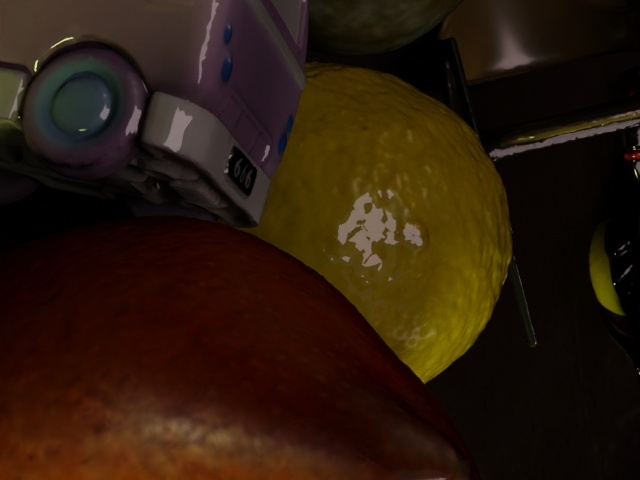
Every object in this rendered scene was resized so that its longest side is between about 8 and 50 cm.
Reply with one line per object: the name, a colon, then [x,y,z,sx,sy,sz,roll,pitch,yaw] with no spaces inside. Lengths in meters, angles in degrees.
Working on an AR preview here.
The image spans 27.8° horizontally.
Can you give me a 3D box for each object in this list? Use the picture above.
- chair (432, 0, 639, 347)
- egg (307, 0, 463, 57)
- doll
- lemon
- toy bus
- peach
chair: [0.166,-0.074,0.870,0.159,0.172,0.246,-13,98,-9]
egg: [0.015,-0.245,0.697,0.238,0.238,0.289,-28,123,-41]
doll: [0.263,-0.012,1.030,0.127,0.088,0.248,13,69,-21]
lemon: [0.000,0.000,0.697,0.231,0.192,0.192,-3,90,-48]
toy bus: [-0.116,-0.089,0.571,0.142,0.203,0.142,45,58,-73]
peach: [-0.099,0.096,0.513,0.258,0.362,0.201,-12,71,-46]
